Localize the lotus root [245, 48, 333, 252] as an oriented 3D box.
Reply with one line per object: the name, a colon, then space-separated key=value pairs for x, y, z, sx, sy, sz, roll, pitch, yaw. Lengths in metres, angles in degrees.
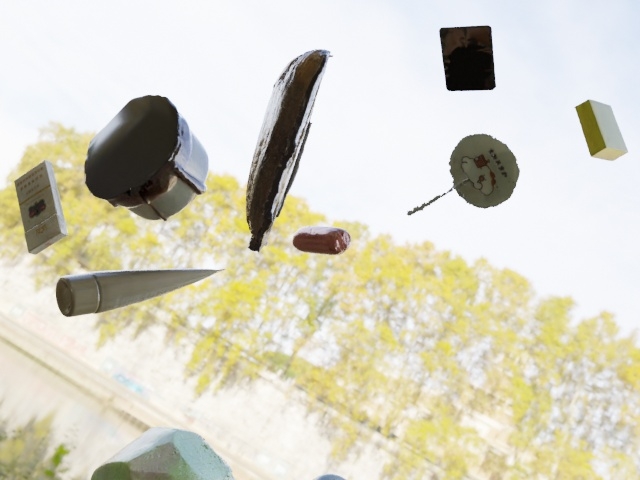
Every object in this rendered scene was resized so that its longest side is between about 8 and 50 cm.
lotus root: x=-0.067 y=-0.145 z=1.201 sx=0.078 sy=0.329 sz=0.167 roll=19 pitch=2 yaw=3

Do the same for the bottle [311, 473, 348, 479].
bottle: x=-0.012 y=0.603 z=1.535 sx=0.168 sy=0.168 sz=0.347 roll=28 pitch=-53 yaw=13

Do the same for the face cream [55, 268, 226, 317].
face cream: x=-0.371 y=0.094 z=1.603 sx=0.341 sy=0.084 sz=0.137 roll=-7 pitch=-10 yaw=-42

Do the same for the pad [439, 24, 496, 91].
pad: x=0.317 y=-0.388 z=1.656 sx=0.112 sy=0.003 sz=0.157 roll=3 pitch=-47 yaw=21

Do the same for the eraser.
eraser: x=0.613 y=-0.241 z=1.687 sx=0.097 sy=0.122 sz=0.045 roll=1 pitch=-23 yaw=-40

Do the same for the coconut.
coconut: x=-0.351 y=0.574 z=1.679 sx=0.281 sy=0.328 sz=0.328 roll=-18 pitch=-47 yaw=39

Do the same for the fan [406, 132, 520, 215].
fan: x=0.344 y=-0.138 z=1.887 sx=0.190 sy=0.329 sz=0.009 roll=59 pitch=-14 yaw=-2

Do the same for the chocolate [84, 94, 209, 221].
chocolate: x=-0.383 y=-0.169 z=1.784 sx=0.284 sy=0.283 sz=0.186 roll=20 pitch=-15 yaw=35

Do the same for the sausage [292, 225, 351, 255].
sausage: x=0.000 y=0.000 z=1.661 sx=0.154 sy=0.062 sz=0.062 roll=4 pitch=-32 yaw=51

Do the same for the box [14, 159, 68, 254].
box: x=-0.548 y=-0.065 z=1.509 sx=0.024 sy=0.090 sz=0.167 roll=25 pitch=41 yaw=-60
